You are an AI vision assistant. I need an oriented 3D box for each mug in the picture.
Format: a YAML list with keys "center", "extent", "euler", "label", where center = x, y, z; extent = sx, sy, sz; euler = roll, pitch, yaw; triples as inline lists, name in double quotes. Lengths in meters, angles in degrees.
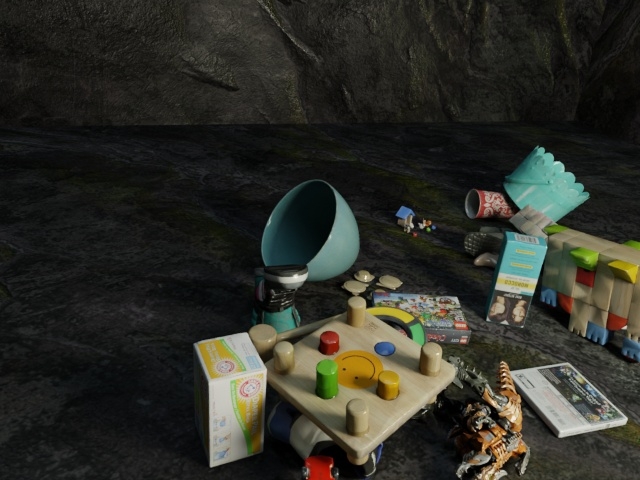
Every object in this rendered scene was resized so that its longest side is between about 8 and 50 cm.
- center: [0.650, -0.144, 2.127]
  extent: [0.169, 0.113, 0.150]
  euler: [2, 28, -14]
  label: "mug"

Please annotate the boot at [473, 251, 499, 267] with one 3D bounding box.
- center: [0.553, 0.074, 1.749]
  extent: [0.118, 0.042, 0.087]
  euler: [-19, 42, -27]
  label: "boot"

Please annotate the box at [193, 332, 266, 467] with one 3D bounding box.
- center: [-0.166, 0.287, 1.007]
  extent: [0.103, 0.203, 0.114]
  euler: [-8, 29, -24]
  label: "box"

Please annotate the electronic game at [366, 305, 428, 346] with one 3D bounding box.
- center: [0.132, 0.235, 1.278]
  extent: [0.229, 0.048, 0.229]
  euler: [-9, 36, 7]
  label: "electronic game"

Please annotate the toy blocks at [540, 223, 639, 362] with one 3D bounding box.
- center: [0.723, 0.140, 1.426]
  extent: [0.190, 0.261, 0.381]
  euler: [-15, 26, -31]
  label: "toy blocks"

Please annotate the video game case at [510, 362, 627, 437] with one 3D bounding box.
- center: [0.534, 0.345, 1.220]
  extent: [0.173, 0.022, 0.190]
  euler: [-4, 27, -17]
  label: "video game case"

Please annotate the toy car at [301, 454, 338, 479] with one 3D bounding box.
- center: [-0.016, 0.466, 0.834]
  extent: [0.224, 0.053, 0.239]
  euler: [-19, 42, -32]
  label: "toy car"

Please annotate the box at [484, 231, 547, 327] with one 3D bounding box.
- center: [0.504, 0.104, 1.446]
  extent: [0.100, 0.244, 0.060]
  euler: [10, 27, 9]
  label: "box"

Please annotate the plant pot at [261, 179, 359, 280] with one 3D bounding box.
- center: [0.000, 0.000, 1.589]
  extent: [0.195, 0.290, 0.290]
  euler: [31, 7, -38]
  label: "plant pot"

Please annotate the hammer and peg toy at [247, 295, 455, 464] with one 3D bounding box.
- center: [0.034, 0.210, 1.023]
  extent: [0.265, 0.128, 0.361]
  euler: [-27, 40, -33]
  label: "hammer and peg toy"

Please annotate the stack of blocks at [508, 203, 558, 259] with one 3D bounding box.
- center: [0.722, -0.007, 1.781]
  extent: [0.171, 0.087, 0.297]
  euler: [43, 14, -24]
  label: "stack of blocks"

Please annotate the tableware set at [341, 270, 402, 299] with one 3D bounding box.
- center: [0.148, 0.129, 1.589]
  extent: [0.141, 0.020, 0.168]
  euler: [18, 28, 20]
  label: "tableware set"

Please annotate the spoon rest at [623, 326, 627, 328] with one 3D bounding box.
- center: [0.895, 0.185, 1.561]
  extent: [0.276, 0.084, 0.137]
  euler: [-16, 29, -11]
  label: "spoon rest"

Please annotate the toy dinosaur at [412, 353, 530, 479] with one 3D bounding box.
- center: [0.312, 0.347, 1.091]
  extent: [0.218, 0.164, 0.322]
  euler: [31, 15, 16]
  label: "toy dinosaur"

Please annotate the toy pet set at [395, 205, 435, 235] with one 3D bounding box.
- center: [0.337, -0.077, 1.983]
  extent: [0.122, 0.065, 0.114]
  euler: [-19, 35, -40]
  label: "toy pet set"

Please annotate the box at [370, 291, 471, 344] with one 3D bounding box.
- center: [0.254, 0.198, 1.438]
  extent: [0.232, 0.044, 0.159]
  euler: [4, 26, -3]
  label: "box"

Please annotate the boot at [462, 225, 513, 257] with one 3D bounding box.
- center: [0.568, -0.002, 1.876]
  extent: [0.246, 0.084, 0.161]
  euler: [7, 21, -14]
  label: "boot"

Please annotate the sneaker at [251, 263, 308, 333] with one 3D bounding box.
- center: [-0.099, 0.149, 1.324]
  extent: [0.123, 0.179, 0.295]
  euler: [-3, -2, -15]
  label: "sneaker"

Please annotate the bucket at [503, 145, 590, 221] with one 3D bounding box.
- center: [0.831, -0.195, 2.062]
  extent: [0.281, 0.183, 0.281]
  euler: [32, 31, -21]
  label: "bucket"

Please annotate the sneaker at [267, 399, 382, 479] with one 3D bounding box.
- center: [0.078, 0.345, 1.046]
  extent: [0.315, 0.128, 0.182]
  euler: [-19, 38, -27]
  label: "sneaker"
